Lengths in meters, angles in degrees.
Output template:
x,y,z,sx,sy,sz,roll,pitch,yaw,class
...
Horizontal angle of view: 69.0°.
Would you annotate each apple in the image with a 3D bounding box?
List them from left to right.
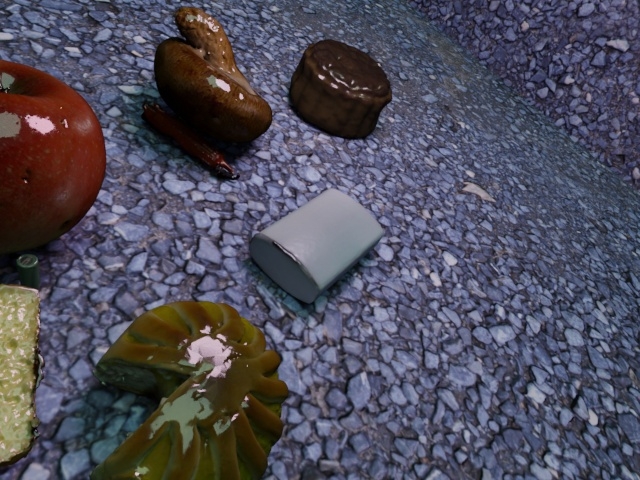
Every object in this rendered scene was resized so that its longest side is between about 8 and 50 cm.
x,y,z,sx,sy,sz,roll,pitch,yaw,class
-0.546,-0.145,0.771,0.348,0.277,0.348,26,23,-12,apple

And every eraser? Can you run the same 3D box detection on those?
x,y,z,sx,sy,sz,roll,pitch,yaw,class
0.000,0.000,1.073,0.189,0.104,0.290,39,44,15,eraser

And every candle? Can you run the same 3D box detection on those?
x,y,z,sx,sy,sz,roll,pitch,yaw,class
-0.323,-0.244,1.161,0.302,0.084,0.059,38,76,0,candle

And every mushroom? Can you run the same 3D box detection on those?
x,y,z,sx,sy,sz,roll,pitch,yaw,class
-0.269,-0.376,1.176,0.345,0.239,0.345,44,32,-37,mushroom

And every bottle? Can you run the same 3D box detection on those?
x,y,z,sx,sy,sz,roll,pitch,yaw,class
-0.488,0.058,0.781,0.030,0.083,0.030,14,46,-15,bottle

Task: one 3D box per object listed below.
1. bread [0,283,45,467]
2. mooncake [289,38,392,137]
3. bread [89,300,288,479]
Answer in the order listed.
x,y,z,sx,sy,sz,roll,pitch,yaw,class
-0.473,0.193,0.630,0.160,0.147,0.260,2,54,-37,bread
0.067,-0.494,1.499,0.324,0.187,0.324,16,45,-17,mooncake
-0.189,0.237,0.720,0.333,0.160,0.333,16,46,-17,bread
